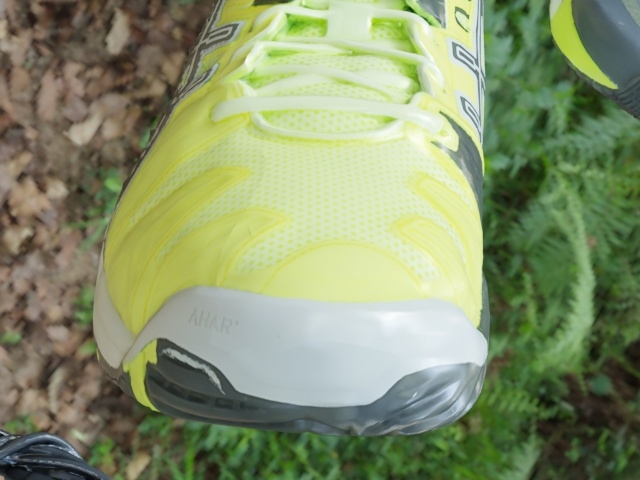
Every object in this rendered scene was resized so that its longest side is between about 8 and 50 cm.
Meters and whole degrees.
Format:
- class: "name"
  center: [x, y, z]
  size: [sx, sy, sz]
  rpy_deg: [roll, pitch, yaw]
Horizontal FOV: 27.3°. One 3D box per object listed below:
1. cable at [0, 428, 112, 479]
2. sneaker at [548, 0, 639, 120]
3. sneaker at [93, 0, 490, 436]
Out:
- class: "cable"
  center: [-0.191, 0.148, 0.710]
  size: [0.150, 0.184, 0.047]
  rpy_deg: [-95, -163, -60]
- class: "sneaker"
  center: [0.202, -0.159, 0.615]
  size: [0.300, 0.111, 0.121]
  rpy_deg: [-56, 179, -37]
- class: "sneaker"
  center: [-0.004, -0.059, 0.510]
  size: [0.385, 0.145, 0.147]
  rpy_deg: [-88, -178, -66]
